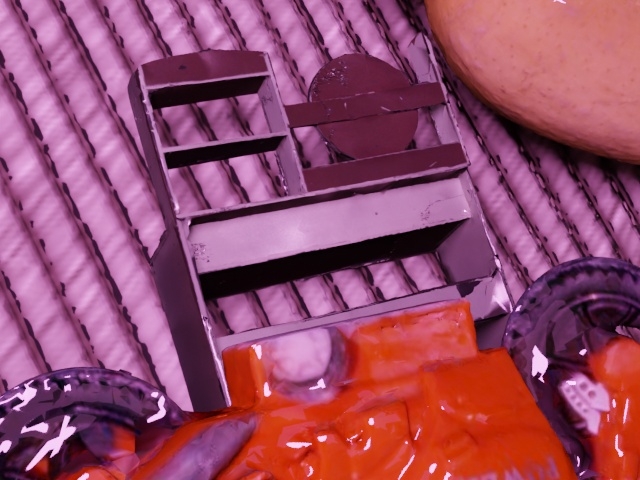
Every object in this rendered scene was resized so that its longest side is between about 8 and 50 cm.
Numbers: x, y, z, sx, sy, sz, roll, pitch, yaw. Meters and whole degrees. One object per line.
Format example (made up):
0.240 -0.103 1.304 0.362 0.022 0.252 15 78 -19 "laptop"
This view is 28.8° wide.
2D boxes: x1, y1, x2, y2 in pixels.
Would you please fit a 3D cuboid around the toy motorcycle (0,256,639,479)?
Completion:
0.022 0.135 0.467 0.326 0.148 0.221 -11 86 -20 "toy motorcycle"

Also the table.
0.000 0.000 0.570 0.146 0.062 0.175 -11 74 -23 "table"

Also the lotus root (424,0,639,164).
0.160 -0.109 0.631 0.303 0.131 0.146 17 32 -13 "lotus root"
